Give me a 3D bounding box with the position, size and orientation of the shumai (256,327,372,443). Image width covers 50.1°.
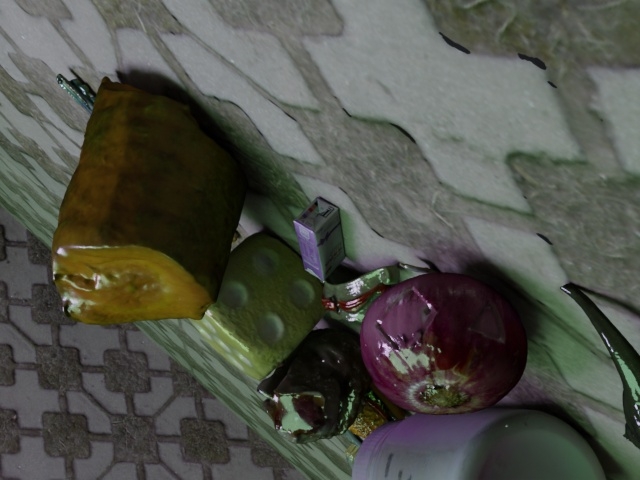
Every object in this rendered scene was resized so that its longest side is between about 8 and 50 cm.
[{"bbox_3d":[-0.038,0.245,1.141,0.218,0.185,0.184,-20,74,48],"label":"shumai"}]

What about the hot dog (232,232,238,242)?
[{"bbox_3d":[-0.182,-0.023,1.165,0.090,0.034,0.030,38,158,9],"label":"hot dog"}]

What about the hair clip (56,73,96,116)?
[{"bbox_3d":[-0.371,-0.209,1.139,0.173,0.049,0.049,50,158,-2],"label":"hair clip"}]

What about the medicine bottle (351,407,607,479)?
[{"bbox_3d":[0.194,0.347,0.957,0.219,0.219,0.388,44,157,-3],"label":"medicine bottle"}]

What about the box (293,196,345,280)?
[{"bbox_3d":[0.000,0.000,0.880,0.036,0.050,0.117,34,155,25],"label":"box"}]

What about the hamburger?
[{"bbox_3d":[0.074,0.307,1.262,0.166,0.087,0.137,48,158,-13],"label":"hamburger"}]

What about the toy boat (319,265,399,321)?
[{"bbox_3d":[0.047,0.070,0.905,0.185,0.089,0.071,-6,84,62],"label":"toy boat"}]

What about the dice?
[{"bbox_3d":[-0.100,0.104,1.082,0.169,0.166,0.169,44,159,0],"label":"dice"}]

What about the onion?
[{"bbox_3d":[0.132,0.109,0.734,0.177,0.153,0.177,22,137,22],"label":"onion"}]

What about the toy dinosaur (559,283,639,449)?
[{"bbox_3d":[0.280,0.152,0.636,0.179,0.087,0.187,29,153,29],"label":"toy dinosaur"}]

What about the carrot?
[{"bbox_3d":[-0.229,-0.054,0.952,0.241,0.340,0.241,8,157,4],"label":"carrot"}]

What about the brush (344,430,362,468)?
[{"bbox_3d":[0.074,0.503,1.655,0.068,0.060,0.297,13,144,55],"label":"brush"}]
